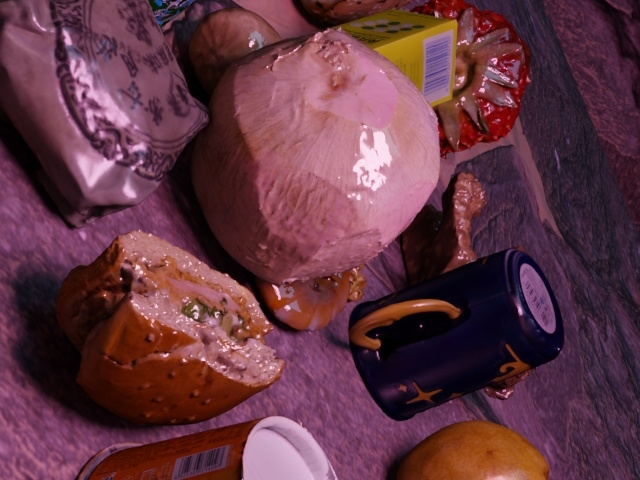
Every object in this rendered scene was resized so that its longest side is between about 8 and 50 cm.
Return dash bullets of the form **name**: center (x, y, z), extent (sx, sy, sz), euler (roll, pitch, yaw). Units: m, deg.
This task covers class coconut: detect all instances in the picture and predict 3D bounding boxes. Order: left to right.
- **coconut**: center (0.000, -0.107, 1.443), extent (0.297, 0.254, 0.297), euler (16, 55, -24)

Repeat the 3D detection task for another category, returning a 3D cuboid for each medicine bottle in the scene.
- **medicine bottle**: center (0.083, -0.252, 1.805), extent (0.250, 0.137, 0.141), euler (-26, 127, -44)

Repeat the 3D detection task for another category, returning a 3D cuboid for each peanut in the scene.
- **peanut**: center (-0.078, -0.201, 1.624), extent (0.253, 0.122, 0.137), euler (47, 34, -41)

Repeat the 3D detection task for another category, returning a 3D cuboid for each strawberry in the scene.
- **strawberry**: center (0.236, -0.283, 2.159), extent (0.343, 0.292, 0.292), euler (-2, 68, -81)

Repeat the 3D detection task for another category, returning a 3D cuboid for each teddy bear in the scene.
- **teddy bear**: center (0.250, 0.067, 1.881), extent (0.222, 0.246, 0.296), euler (24, 52, -16)

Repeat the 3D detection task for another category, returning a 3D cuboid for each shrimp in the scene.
- **shrimp**: center (0.000, 0.000, 1.597), extent (0.152, 0.063, 0.287), euler (42, 50, -19)

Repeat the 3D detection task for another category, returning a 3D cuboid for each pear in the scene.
- **pear**: center (0.206, 0.335, 1.594), extent (0.209, 0.208, 0.209), euler (42, 34, -38)

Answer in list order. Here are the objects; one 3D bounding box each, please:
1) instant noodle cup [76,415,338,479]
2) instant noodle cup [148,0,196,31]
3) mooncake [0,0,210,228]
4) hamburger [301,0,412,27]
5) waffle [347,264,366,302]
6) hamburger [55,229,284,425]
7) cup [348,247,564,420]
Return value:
- **instant noodle cup**: center (-0.091, 0.271, 1.124), extent (0.230, 0.182, 0.230), euler (43, 32, -37)
- **instant noodle cup**: center (-0.200, -0.384, 1.486), extent (0.240, 0.178, 0.240), euler (42, 34, -37)
- **mooncake**: center (-0.239, -0.172, 1.283), extent (0.250, 0.136, 0.254), euler (60, 27, -19)
- **hamburger**: center (0.104, -0.496, 1.995), extent (0.195, 0.318, 0.277), euler (59, 19, 9)
- **waffle**: center (0.003, -0.004, 1.682), extent (0.160, 0.046, 0.192), euler (28, 43, -52)
- **hamburger**: center (-0.150, 0.110, 1.187), extent (0.283, 0.156, 0.144), euler (34, 20, -54)
- **cup**: center (0.176, 0.135, 1.647), extent (0.178, 0.256, 0.255), euler (64, 27, -1)
